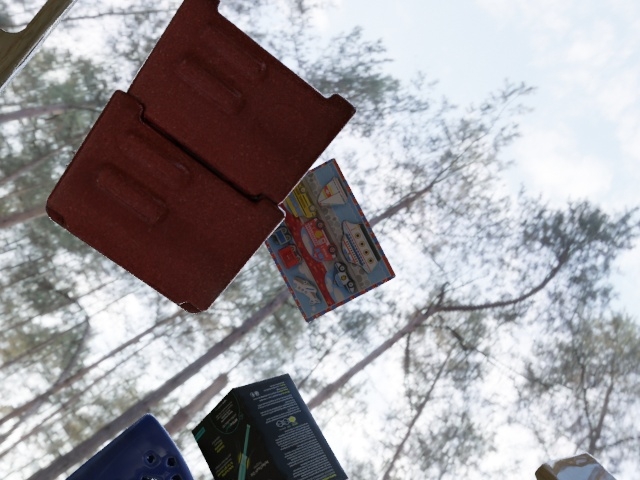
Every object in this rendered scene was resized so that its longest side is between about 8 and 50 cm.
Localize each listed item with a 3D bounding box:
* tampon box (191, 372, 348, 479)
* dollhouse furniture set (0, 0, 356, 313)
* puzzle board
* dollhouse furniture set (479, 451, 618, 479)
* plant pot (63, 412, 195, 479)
[{"bbox_3d":[-0.067,0.273,1.037,0.120,0.101,0.161,-48,-117,36],"label":"tampon box"},{"bbox_3d":[-0.185,-0.123,0.501,0.374,0.201,0.152,37,-97,-16],"label":"dollhouse furniture set"},{"bbox_3d":[0.000,0.000,0.767,0.096,0.011,0.128,-27,-88,2],"label":"puzzle board"},{"bbox_3d":[0.220,0.389,0.657,0.256,0.394,0.362,43,-58,41],"label":"dollhouse furniture set"},{"bbox_3d":[-0.286,0.436,1.204,0.212,0.236,0.236,44,-37,11],"label":"plant pot"}]
